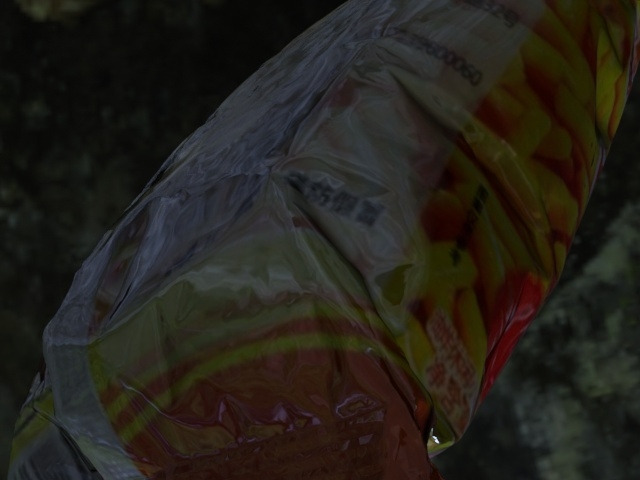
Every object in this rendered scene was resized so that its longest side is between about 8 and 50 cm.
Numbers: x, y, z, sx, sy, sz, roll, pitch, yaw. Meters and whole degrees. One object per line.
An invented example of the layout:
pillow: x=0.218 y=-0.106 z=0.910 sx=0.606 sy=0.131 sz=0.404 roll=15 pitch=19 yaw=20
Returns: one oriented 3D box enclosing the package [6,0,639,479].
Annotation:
package: x=0.004 y=-0.003 z=0.552 sx=0.108 sy=0.288 sz=0.223 roll=41 pitch=-44 yaw=-14
